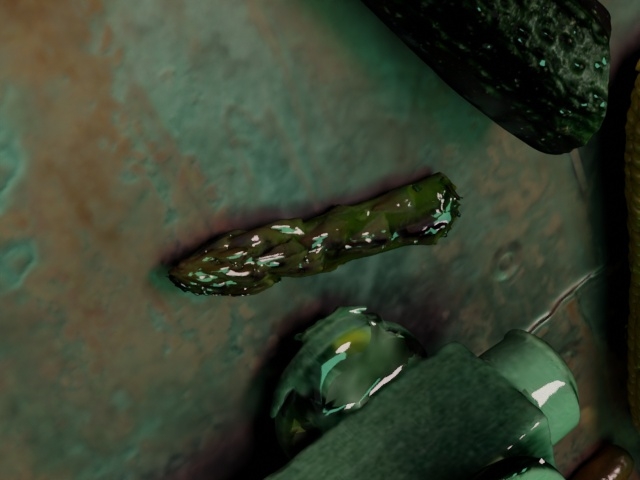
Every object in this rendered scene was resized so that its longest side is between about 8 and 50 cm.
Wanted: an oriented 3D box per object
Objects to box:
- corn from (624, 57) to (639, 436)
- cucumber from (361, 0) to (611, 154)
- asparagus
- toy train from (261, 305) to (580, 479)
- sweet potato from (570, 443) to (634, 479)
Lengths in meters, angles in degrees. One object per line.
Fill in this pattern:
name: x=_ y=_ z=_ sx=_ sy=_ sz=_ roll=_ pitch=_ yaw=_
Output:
corn: x=0.221 y=0.016 z=0.891 sx=0.106 sy=0.106 sz=0.293 roll=-29 pitch=132 yaw=-23
cucumber: x=0.054 y=-0.116 z=0.688 sx=0.241 sy=0.074 sz=0.074 roll=32 pitch=94 yaw=-45
asparagus: x=0.000 y=0.000 z=0.748 sx=0.165 sy=0.030 sz=0.036 roll=-14 pitch=149 yaw=-35
toy train: x=-0.020 y=0.214 z=0.787 sx=0.397 sy=0.160 sz=0.253 roll=-35 pitch=140 yaw=-18
sweet potato: x=0.122 y=0.244 z=0.990 sx=0.264 sy=0.057 sz=0.057 roll=-54 pitch=136 yaw=-4
